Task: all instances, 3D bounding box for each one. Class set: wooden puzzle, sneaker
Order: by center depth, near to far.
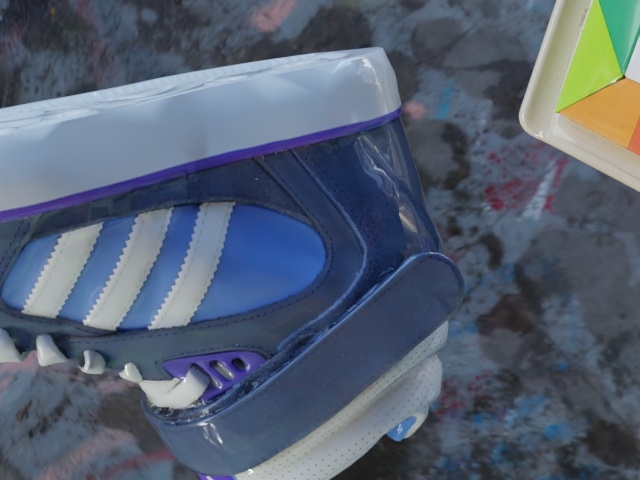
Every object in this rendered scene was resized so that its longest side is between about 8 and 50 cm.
[{"bbox_3d":[-0.088,0.053,0.531,0.323,0.130,0.236,-15,105,-18],"label":"sneaker"},{"bbox_3d":[0.271,-0.140,0.870,0.044,0.238,0.221,-6,120,-44],"label":"wooden puzzle"}]
